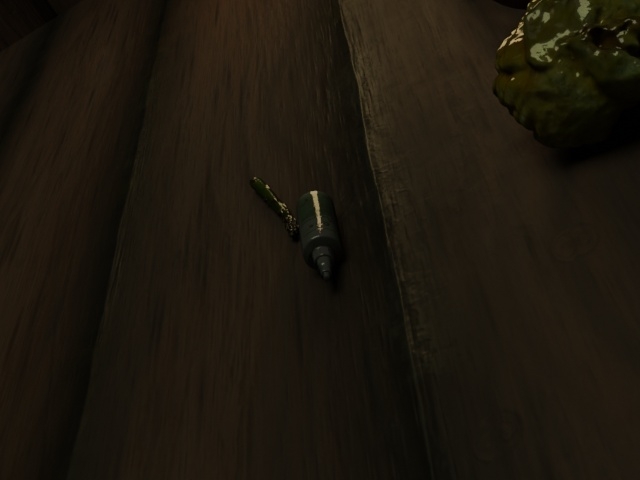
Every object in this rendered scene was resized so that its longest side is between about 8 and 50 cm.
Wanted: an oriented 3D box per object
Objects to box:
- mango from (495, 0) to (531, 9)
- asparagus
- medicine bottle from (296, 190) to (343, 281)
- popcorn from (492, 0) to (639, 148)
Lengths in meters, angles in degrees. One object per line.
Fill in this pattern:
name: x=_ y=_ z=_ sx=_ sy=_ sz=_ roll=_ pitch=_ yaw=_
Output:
mango: x=0.387 y=-0.445 z=1.525 sx=0.220 sy=0.301 sz=0.445 roll=-47 pitch=19 yaw=-32
asparagus: x=-0.070 y=-0.054 z=1.696 sx=0.248 sy=0.024 sz=0.025 roll=-130 pitch=52 yaw=-62
medicine bottle: x=0.000 y=0.000 z=1.499 sx=0.058 sy=0.057 sz=0.199 roll=-29 pitch=28 yaw=12
popcorn: x=0.328 y=-0.234 z=1.360 sx=0.233 sy=0.192 sz=0.266 roll=-45 pitch=18 yaw=-12
